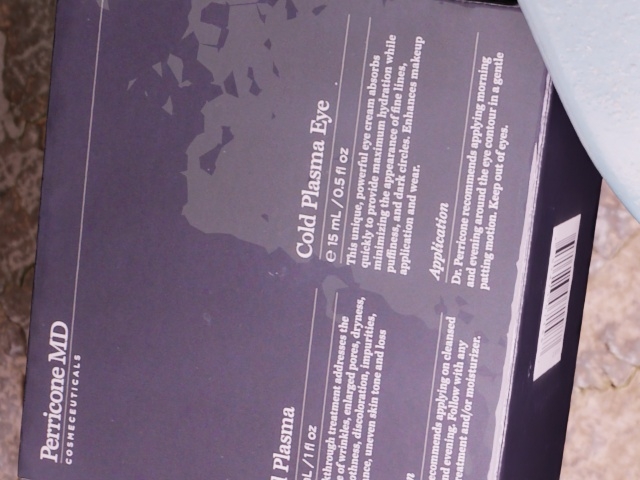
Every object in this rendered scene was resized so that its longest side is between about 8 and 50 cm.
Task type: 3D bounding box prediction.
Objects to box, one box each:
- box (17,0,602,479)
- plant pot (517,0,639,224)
[{"bbox_3d":[0.000,0.000,1.199,0.313,0.179,0.343,11,101,19],"label":"box"},{"bbox_3d":[0.266,-0.113,1.036,0.247,0.248,0.252,-10,108,27],"label":"plant pot"}]
